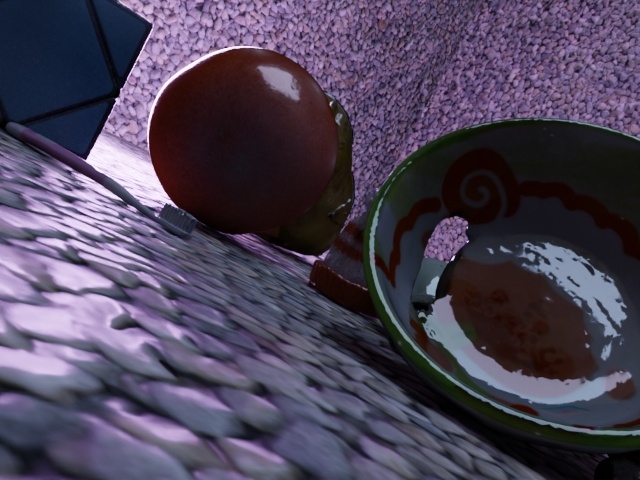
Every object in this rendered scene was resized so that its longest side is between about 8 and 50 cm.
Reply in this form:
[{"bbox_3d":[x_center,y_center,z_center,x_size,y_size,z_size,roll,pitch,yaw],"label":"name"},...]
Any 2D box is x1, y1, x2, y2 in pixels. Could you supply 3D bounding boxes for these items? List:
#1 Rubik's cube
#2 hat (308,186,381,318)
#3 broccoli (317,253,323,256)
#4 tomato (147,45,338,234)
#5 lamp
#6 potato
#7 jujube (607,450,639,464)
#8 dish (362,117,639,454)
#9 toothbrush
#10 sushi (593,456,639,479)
[{"bbox_3d":[-0.375,-0.249,0.804,0.205,0.205,0.207,26,4,-39],"label":"Rubik's cube"},{"bbox_3d":[0.062,0.008,0.789,0.112,0.162,0.093,24,5,-3],"label":"hat"},{"bbox_3d":[0.000,0.000,1.439,0.092,0.097,0.095,16,43,-10],"label":"broccoli"},{"bbox_3d":[-0.103,-0.132,0.854,0.256,0.255,0.224,28,9,2],"label":"tomato"},{"bbox_3d":[0.115,0.079,0.694,0.106,0.106,0.193,28,11,6],"label":"lamp"},{"bbox_3d":[-0.073,-0.102,1.077,0.247,0.299,0.196,10,25,23],"label":"potato"},{"bbox_3d":[0.355,0.165,0.548,0.174,0.174,0.250,27,4,-27],"label":"jujube"},{"bbox_3d":[0.198,0.044,0.553,0.324,0.324,0.124,29,-32,24],"label":"dish"},{"bbox_3d":[-0.241,-0.072,0.673,0.286,0.025,0.020,28,1,22],"label":"toothbrush"},{"bbox_3d":[0.225,0.181,0.446,0.083,0.044,0.046,29,-21,-35],"label":"sushi"}]
